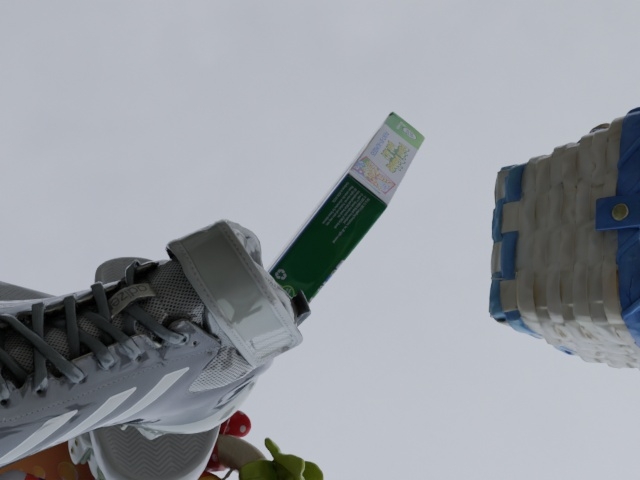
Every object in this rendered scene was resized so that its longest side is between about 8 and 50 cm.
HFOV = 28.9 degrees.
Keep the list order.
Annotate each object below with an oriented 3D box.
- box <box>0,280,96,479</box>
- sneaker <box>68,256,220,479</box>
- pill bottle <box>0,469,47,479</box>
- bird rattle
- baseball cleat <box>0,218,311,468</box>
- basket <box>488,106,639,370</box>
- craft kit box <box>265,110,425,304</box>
[{"bbox_3d":[-0.382,0.207,1.707,0.345,0.215,0.168,13,-154,22],"label":"box"},{"bbox_3d":[-0.152,0.159,1.041,0.108,0.169,0.292,6,-151,-14],"label":"sneaker"},{"bbox_3d":[-0.279,0.419,1.545,0.181,0.322,0.182,-158,-90,-81],"label":"pill bottle"},{"bbox_3d":[-0.122,0.269,1.396,0.253,0.143,0.207,29,-118,28],"label":"bird rattle"},{"bbox_3d":[-0.083,0.030,0.442,0.109,0.206,0.072,-45,-113,26],"label":"baseball cleat"},{"bbox_3d":[0.289,0.005,0.951,0.288,0.254,0.201,-1,-106,34],"label":"basket"},{"bbox_3d":[0.000,0.000,1.304,0.250,0.061,0.247,-51,-175,24],"label":"craft kit box"}]
